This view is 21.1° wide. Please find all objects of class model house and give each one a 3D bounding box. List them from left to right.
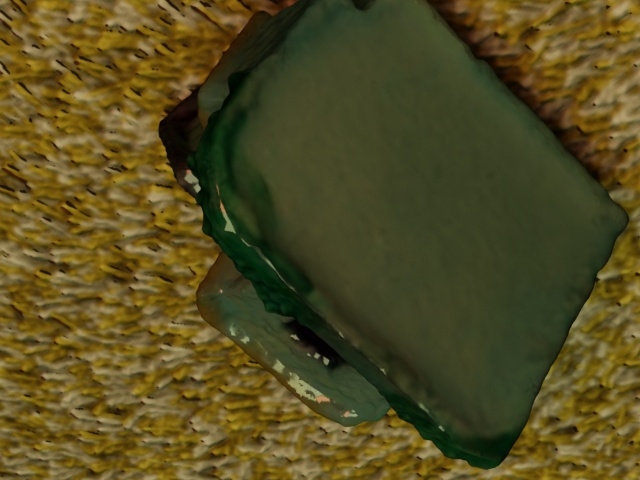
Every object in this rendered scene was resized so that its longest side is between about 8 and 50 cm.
[{"bbox_3d":[0.000,0.000,1.114,0.280,0.230,0.249,45,147,-18],"label":"model house"}]
